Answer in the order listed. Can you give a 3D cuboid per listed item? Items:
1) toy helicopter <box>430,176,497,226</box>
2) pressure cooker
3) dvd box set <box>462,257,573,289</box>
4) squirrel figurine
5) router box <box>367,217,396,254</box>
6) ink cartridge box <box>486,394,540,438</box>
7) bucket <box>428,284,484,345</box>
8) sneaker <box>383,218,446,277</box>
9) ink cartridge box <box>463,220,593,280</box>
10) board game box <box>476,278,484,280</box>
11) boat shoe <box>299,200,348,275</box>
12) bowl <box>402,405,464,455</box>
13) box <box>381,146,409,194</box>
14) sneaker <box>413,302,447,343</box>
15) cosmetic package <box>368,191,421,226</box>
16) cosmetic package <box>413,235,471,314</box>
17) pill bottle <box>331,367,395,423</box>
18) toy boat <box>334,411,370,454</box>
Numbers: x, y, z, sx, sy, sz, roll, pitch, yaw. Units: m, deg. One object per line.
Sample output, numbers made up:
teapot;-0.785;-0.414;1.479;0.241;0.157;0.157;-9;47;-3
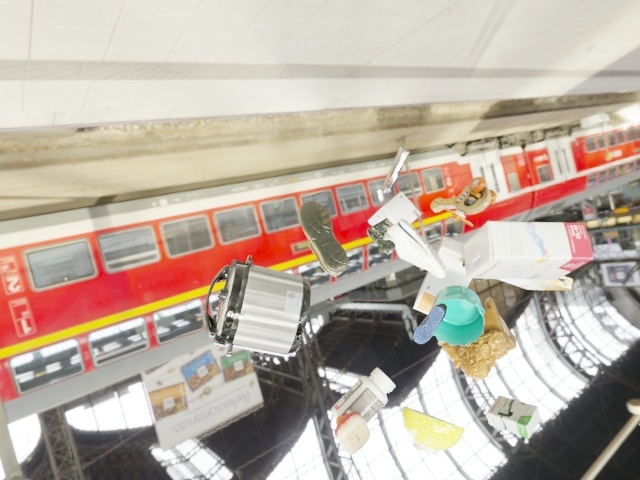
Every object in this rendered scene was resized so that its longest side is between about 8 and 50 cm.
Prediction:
toy helicopter;0.718;-0.183;2.231;0.355;0.140;0.235;-3;-126;55
pressure cooker;-0.281;0.285;1.851;0.420;0.376;0.370;13;-157;-14
dvd box set;0.983;0.163;2.165;0.420;0.062;0.307;18;171;-10
squirrel figurine;0.829;0.562;2.321;0.370;0.281;0.397;-31;-172;26
router box;0.242;-0.016;1.548;0.092;0.122;0.038;-29;147;-19
ink cartridge box;0.977;0.889;2.174;0.153;0.087;0.208;-32;-159;-36
bucket;0.690;0.374;2.169;0.281;0.281;0.183;-13;-164;26
sneaker;0.310;0.040;1.389;0.095;0.235;0.090;-43;174;16
ink cartridge box;0.646;0.038;1.368;0.306;0.131;0.226;3;159;-2
board game box;0.750;0.096;1.842;0.186;0.126;0.026;-10;168;-3
boat shoe;0.000;0.000;1.689;0.122;0.324;0.120;-17;158;-15
bowl;0.501;0.892;1.979;0.289;0.156;0.289;19;166;5
box;0.382;-0.358;2.192;0.044;0.233;0.159;23;-164;1
sneaker;0.537;0.400;2.066;0.090;0.081;0.232;-15;139;-55
cosmetic package;0.362;-0.113;2.113;0.151;0.151;0.184;-38;175;-25
cosmetic package;0.734;0.232;2.497;0.230;0.453;0.161;22;-151;12
pill bottle;0.221;0.799;2.151;0.318;0.176;0.176;-44;-172;-9
toy boat;0.128;0.868;1.975;0.151;0.231;0.151;-36;-144;-19
